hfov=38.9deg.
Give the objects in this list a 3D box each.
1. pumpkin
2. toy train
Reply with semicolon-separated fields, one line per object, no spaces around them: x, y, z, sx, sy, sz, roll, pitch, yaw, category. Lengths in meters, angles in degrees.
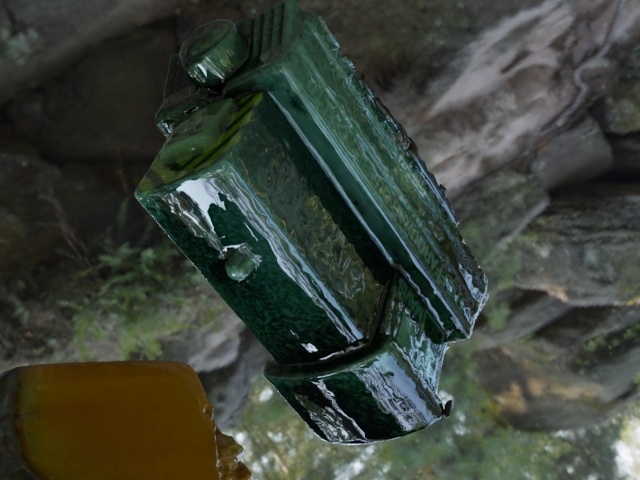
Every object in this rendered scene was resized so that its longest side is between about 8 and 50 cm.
-0.181;0.242;0.786;0.256;0.225;0.303;-13;154;-10;pumpkin
0.000;0.000;0.655;0.138;0.330;0.178;-16;-145;33;toy train
